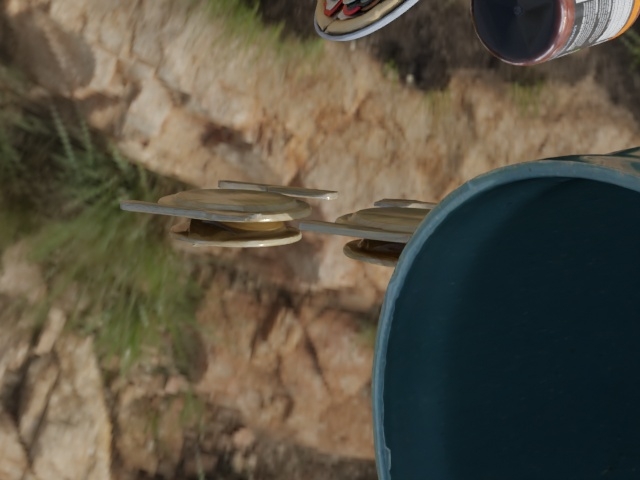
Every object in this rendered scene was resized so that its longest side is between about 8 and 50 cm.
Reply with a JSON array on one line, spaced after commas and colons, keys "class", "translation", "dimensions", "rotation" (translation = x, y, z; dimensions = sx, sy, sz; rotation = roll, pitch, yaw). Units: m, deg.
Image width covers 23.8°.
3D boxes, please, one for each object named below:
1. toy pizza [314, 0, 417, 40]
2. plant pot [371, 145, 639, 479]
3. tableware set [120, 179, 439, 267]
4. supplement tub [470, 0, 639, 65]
[{"class": "toy pizza", "translation": [0.066, -0.276, 1.474], "dimensions": [0.201, 0.201, 0.032], "rotation": [-33, 120, 24]}, {"class": "plant pot", "translation": [0.180, 0.092, 0.533], "dimensions": [0.196, 0.293, 0.293], "rotation": [-17, 128, -29]}, {"class": "tableware set", "translation": [0.000, 0.000, 0.839], "dimensions": [0.194, 0.128, 0.039], "rotation": [7, 100, 23]}, {"class": "supplement tub", "translation": [0.233, -0.230, 1.420], "dimensions": [0.106, 0.198, 0.106], "rotation": [15, 115, 36]}]
